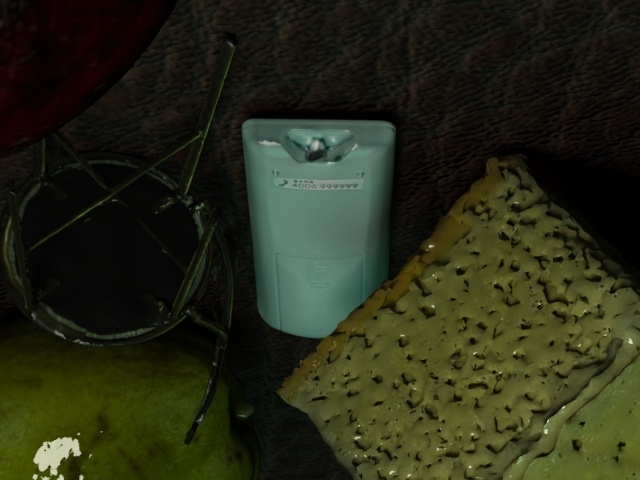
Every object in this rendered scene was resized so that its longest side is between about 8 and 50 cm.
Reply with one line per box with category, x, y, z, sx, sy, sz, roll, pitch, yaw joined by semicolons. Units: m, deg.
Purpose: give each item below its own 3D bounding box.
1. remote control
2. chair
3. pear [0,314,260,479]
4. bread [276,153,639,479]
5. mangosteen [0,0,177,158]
remote control;0.000;-0.001;1.385;0.103;0.051;0.293;0;151;1
chair;-0.132;0.006;1.291;0.170;0.160;0.326;6;151;-6
pear;-0.201;0.182;1.537;0.321;0.269;0.269;-23;147;14
bread;0.161;0.134;1.320;0.279;0.248;0.315;-38;128;-4
mangosteen;-0.194;-0.176;0.824;0.311;0.311;0.311;0;152;0
